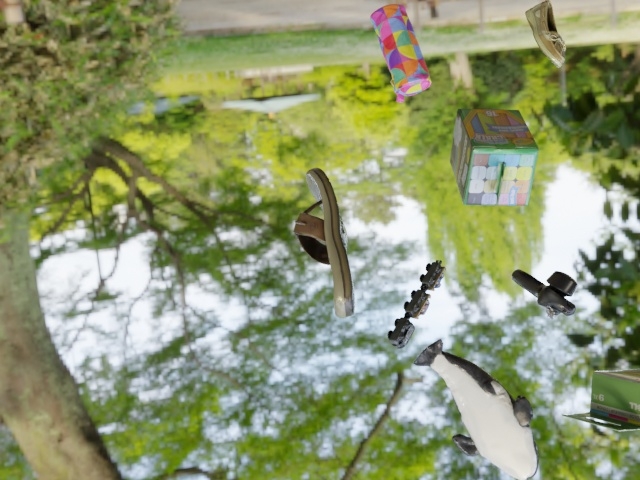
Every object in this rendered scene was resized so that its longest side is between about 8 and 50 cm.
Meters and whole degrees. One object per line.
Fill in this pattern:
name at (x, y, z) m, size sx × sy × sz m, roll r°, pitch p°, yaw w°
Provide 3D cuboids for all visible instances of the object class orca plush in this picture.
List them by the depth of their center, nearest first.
orca plush at (0.289, 0.302, 1.621) m, size 0.287 × 0.151 × 0.102 m, roll 37°, pitch -167°, yaw 13°

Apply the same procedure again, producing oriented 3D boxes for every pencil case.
pencil case at (0.200, -0.477, 2.257) m, size 0.105 × 0.236 × 0.104 m, roll -14°, pitch 169°, yaw -3°

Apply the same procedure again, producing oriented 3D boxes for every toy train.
toy train at (0.144, 0.093, 1.304) m, size 0.027 × 0.036 × 0.158 m, roll 6°, pitch -128°, yaw 40°

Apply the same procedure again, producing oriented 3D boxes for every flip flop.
flip flop at (0.000, 0.000, 1.378) m, size 0.080 × 0.277 × 0.112 m, roll -13°, pitch 146°, yaw 5°

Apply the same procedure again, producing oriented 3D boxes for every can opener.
can opener at (0.383, 0.087, 1.525) m, size 0.073 × 0.059 × 0.186 m, roll -47°, pitch -166°, yaw -3°

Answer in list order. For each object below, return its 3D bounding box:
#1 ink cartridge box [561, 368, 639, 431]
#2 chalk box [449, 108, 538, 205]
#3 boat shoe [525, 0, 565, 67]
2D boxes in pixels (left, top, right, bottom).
ink cartridge box at (0.450, 0.218, 1.238) m, size 0.209 × 0.062 × 0.109 m, roll 2°, pitch -178°, yaw -29°
chalk box at (0.340, -0.151, 1.733) m, size 0.132 × 0.132 × 0.213 m, roll 1°, pitch -144°, yaw -5°
boat shoe at (0.419, -0.380, 1.630) m, size 0.048 × 0.153 × 0.056 m, roll -33°, pitch 133°, yaw 27°
